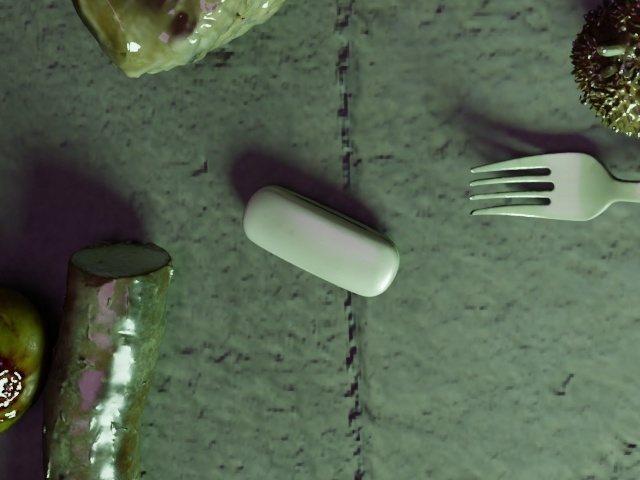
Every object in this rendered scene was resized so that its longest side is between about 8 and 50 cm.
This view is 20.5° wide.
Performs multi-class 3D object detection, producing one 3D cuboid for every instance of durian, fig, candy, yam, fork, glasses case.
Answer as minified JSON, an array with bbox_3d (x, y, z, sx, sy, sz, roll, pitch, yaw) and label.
[{"bbox_3d":[0.147,-0.083,0.796,0.080,0.091,0.080,4,96,44],"label":"durian"},{"bbox_3d":[-0.191,0.060,0.943,0.098,0.082,0.084,34,133,49],"label":"fig"},{"bbox_3d":[-0.062,-0.128,0.837,0.095,0.110,0.085,-33,86,22],"label":"candy"},{"bbox_3d":[-0.120,0.125,0.935,0.061,0.061,0.252,11,104,14],"label":"yam"},{"bbox_3d":[0.181,-0.025,0.835,0.219,0.028,0.034,1,94,12],"label":"fork"},{"bbox_3d":[0.000,0.000,0.892,0.083,0.021,0.032,25,107,10],"label":"glasses case"}]
